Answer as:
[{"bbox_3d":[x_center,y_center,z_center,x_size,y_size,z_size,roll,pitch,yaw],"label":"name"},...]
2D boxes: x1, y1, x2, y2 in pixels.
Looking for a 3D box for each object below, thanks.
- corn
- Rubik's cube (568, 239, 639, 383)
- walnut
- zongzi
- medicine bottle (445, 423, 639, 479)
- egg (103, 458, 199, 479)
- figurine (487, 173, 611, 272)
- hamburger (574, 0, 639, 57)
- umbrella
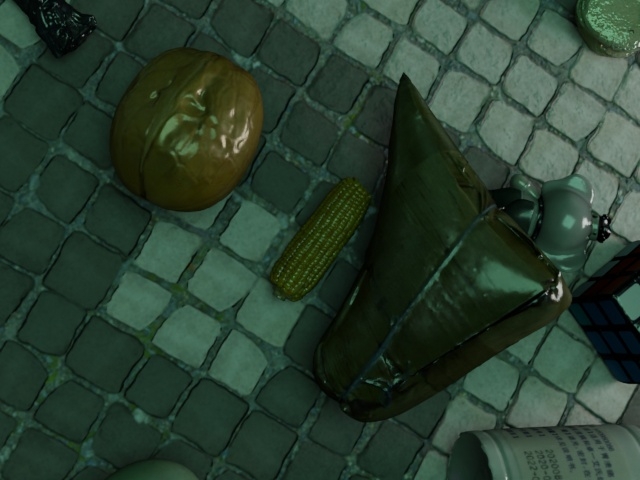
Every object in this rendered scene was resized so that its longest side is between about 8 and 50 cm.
[{"bbox_3d":[0.000,0.000,1.558,0.068,0.068,0.207,38,76,-7],"label":"corn"},{"bbox_3d":[0.480,0.101,1.610,0.163,0.160,0.162,-39,94,-14],"label":"Rubik's cube"},{"bbox_3d":[-0.177,-0.146,1.476,0.193,0.193,0.226,23,71,-10],"label":"walnut"},{"bbox_3d":[0.091,0.025,1.526,0.356,0.174,0.393,-36,80,7],"label":"zongzi"},{"bbox_3d":[0.359,0.352,1.546,0.332,0.190,0.190,0,85,-13],"label":"medicine bottle"},{"bbox_3d":[-0.233,0.367,1.429,0.192,0.149,0.149,-41,95,-14],"label":"egg"},{"bbox_3d":[0.321,-0.029,1.599,0.192,0.126,0.147,11,89,4],"label":"figurine"},{"bbox_3d":[0.455,-0.346,1.695,0.140,0.062,0.133,-43,94,-11],"label":"hamburger"},{"bbox_3d":[-0.402,-0.347,1.498,0.224,0.071,0.080,41,50,-2],"label":"umbrella"}]
